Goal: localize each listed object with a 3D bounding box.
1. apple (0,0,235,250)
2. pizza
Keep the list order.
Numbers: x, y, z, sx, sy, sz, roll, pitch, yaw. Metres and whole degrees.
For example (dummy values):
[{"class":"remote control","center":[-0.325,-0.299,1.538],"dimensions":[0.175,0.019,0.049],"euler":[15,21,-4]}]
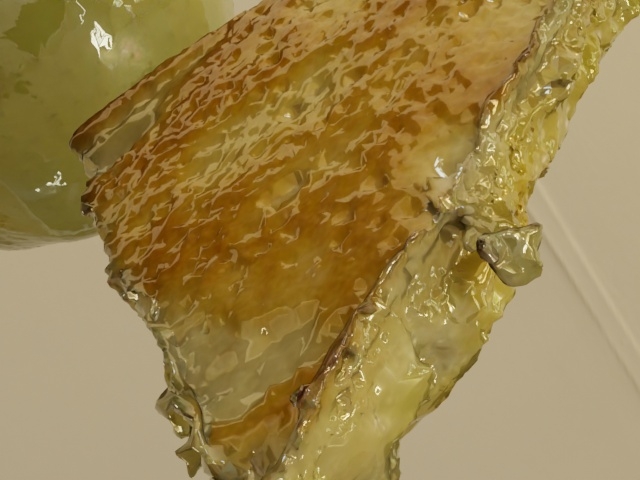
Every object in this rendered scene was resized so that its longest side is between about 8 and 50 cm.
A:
[{"class":"apple","center":[-0.178,-0.125,0.814],"dimensions":[0.279,0.279,0.279],"euler":[-2,-58,-3]},{"class":"pizza","center":[0.000,0.000,0.465],"dimensions":[0.280,0.288,0.075],"euler":[-21,-56,30]}]
